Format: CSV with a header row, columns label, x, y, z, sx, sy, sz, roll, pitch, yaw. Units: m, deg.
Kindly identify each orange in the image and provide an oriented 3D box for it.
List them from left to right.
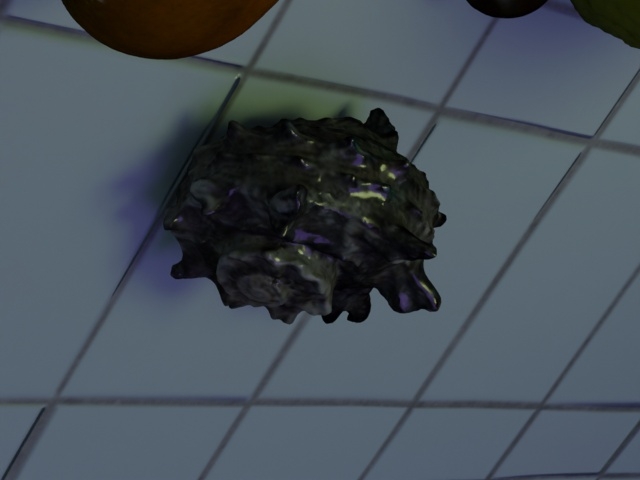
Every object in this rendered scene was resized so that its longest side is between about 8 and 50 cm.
label,x,y,z,sx,sy,sz,roll,pitch,yaw
orange,-0.083,-0.230,1.093,0.171,0.240,0.240,41,99,-17

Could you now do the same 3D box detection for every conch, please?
label,x,y,z,sx,sy,sz,roll,pitch,yaw
conch,-0.012,-0.005,1.448,0.240,0.186,0.313,-19,168,16

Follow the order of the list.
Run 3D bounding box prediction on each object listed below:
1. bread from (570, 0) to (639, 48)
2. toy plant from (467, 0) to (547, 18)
label,x,y,z,sx,sy,sz,roll,pitch,yaw
bread,0.385,-0.270,1.374,0.348,0.308,0.348,-26,130,-37
toy plant,0.141,-0.257,1.375,0.093,0.093,0.162,-36,145,-6
